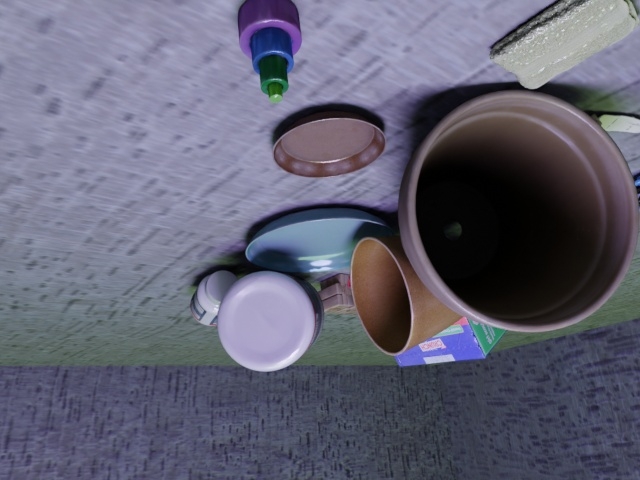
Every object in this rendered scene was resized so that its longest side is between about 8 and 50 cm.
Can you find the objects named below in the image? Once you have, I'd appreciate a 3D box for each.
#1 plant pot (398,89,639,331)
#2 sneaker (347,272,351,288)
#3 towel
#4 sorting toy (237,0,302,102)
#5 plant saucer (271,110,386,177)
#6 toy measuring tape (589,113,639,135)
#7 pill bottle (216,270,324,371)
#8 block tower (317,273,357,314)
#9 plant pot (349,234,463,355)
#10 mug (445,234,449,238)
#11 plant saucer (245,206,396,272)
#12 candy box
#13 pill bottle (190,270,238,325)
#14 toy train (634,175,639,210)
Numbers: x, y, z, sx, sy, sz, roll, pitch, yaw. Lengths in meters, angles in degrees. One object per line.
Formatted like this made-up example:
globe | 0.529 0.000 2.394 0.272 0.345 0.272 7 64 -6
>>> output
plant pot | 0.254 -0.030 0.845 0.322 0.324 0.280 -4 175 -7
sneaker | 0.107 0.097 1.361 0.094 0.081 0.209 -29 152 -13
towel | 0.284 -0.235 0.638 0.110 0.027 0.148 14 151 -42
sorting toy | 0.041 -0.229 0.444 0.127 0.126 0.365 9 154 -36
plant saucer | 0.012 -0.142 0.802 0.168 0.029 0.168 -5 160 -2
toy measuring tape | 0.555 -0.132 0.866 0.329 0.122 0.121 1 158 -19
pill bottle | -0.100 0.181 1.298 0.210 0.210 0.363 -8 174 4
block tower | 0.148 0.163 1.567 0.335 0.091 0.097 10 155 -38
plant pot | 0.226 0.086 1.121 0.254 0.237 0.237 -12 163 -22
mug | 0.247 0.056 1.300 0.129 0.098 0.158 -4 159 -8
plant saucer | 0.000 0.000 1.158 0.317 0.044 0.318 -5 160 -2
candy box | 0.347 0.168 1.349 0.317 0.122 0.268 -36 -171 -40
pill bottle | -0.258 0.141 1.360 0.107 0.108 0.180 2 158 -22
toy train | 0.680 -0.108 1.034 0.105 0.080 0.184 -1 159 -41
